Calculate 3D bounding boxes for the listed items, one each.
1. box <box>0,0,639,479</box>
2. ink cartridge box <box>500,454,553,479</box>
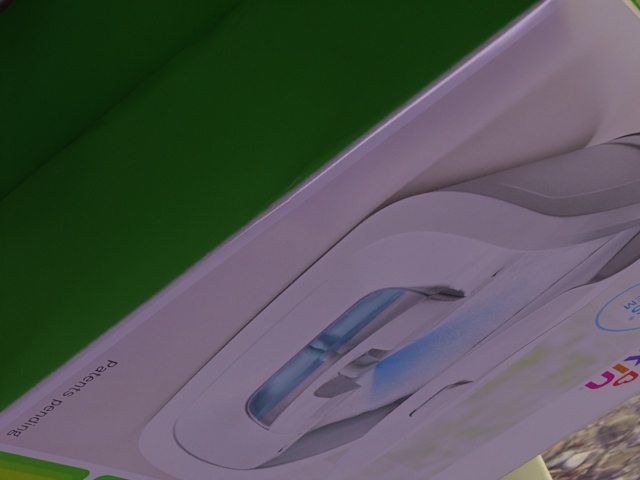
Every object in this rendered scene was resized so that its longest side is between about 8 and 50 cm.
[{"bbox_3d":[0.000,0.000,0.446,0.262,0.127,0.231,-36,145,18],"label":"box"},{"bbox_3d":[0.059,0.226,0.755,0.197,0.198,0.270,-24,148,1],"label":"ink cartridge box"}]
